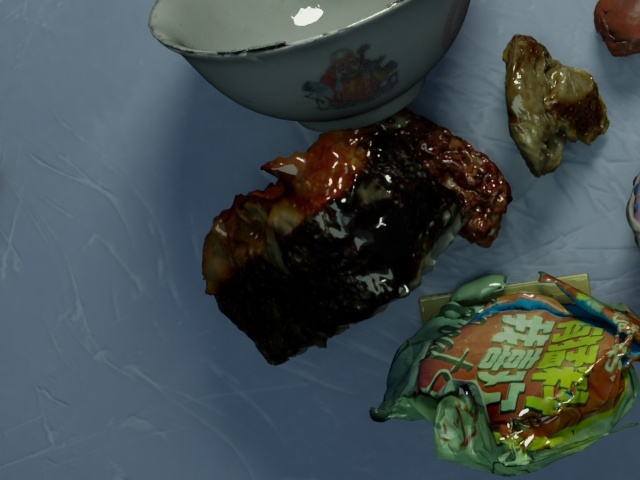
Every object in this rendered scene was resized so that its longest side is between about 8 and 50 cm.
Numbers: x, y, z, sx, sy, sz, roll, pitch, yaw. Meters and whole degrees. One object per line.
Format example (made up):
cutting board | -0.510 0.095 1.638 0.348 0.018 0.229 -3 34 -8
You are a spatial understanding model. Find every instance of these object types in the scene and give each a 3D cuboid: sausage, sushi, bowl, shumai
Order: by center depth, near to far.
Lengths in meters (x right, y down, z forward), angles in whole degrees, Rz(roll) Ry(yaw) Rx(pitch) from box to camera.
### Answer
sausage | 0.331 -0.245 1.059 0.141 0.076 0.076 -44 85 20
bowl | 0.017 -0.210 1.072 0.346 0.345 0.157 -8 125 19
shumai | 0.228 -0.147 1.089 0.105 0.123 0.139 -32 76 9
sushi | 0.000 0.000 1.110 0.182 0.196 0.343 56 148 -2

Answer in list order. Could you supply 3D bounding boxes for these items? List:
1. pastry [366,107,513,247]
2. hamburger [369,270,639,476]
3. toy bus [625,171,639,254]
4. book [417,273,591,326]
pastry | 0.110 -0.078 1.144 0.209 0.115 0.097 31 96 12
hamburger | 0.208 0.153 1.097 0.276 0.260 0.150 9 132 49
toy bus | 0.401 -0.015 1.043 0.203 0.142 0.142 14 104 14
book | 0.216 0.131 1.196 0.192 0.013 0.167 -9 97 19
